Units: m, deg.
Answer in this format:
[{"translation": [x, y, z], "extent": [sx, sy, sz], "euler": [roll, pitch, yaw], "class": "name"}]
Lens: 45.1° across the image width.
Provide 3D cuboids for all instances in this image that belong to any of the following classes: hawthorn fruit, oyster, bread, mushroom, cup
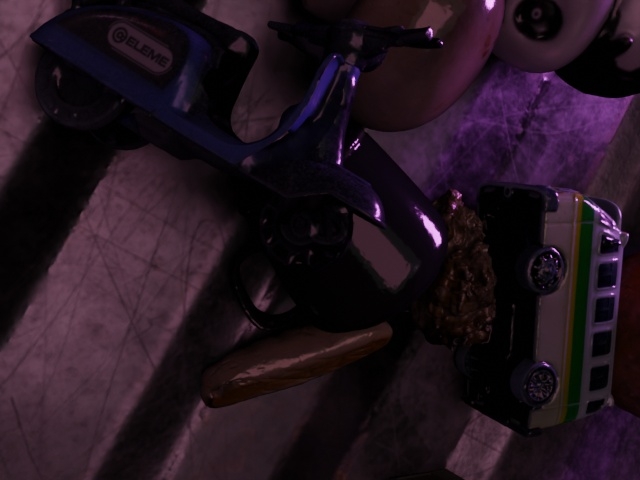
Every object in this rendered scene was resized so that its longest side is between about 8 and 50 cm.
[{"translation": [0.470, 0.117, 0.962], "extent": [0.231, 0.263, 0.235], "euler": [51, 46, -44], "class": "hawthorn fruit"}, {"translation": [0.146, 0.032, 0.857], "extent": [0.056, 0.105, 0.177], "euler": [4, 96, -56], "class": "oyster"}, {"translation": [-0.027, 0.120, 0.812], "extent": [0.214, 0.053, 0.073], "euler": [-17, 147, -19], "class": "bread"}, {"translation": [0.071, -0.217, 0.758], "extent": [0.204, 0.204, 0.204], "euler": [-4, 99, -25], "class": "mushroom"}, {"translation": [0.000, 0.000, 0.762], "extent": [0.223, 0.169, 0.176], "euler": [-32, 108, 14], "class": "cup"}]

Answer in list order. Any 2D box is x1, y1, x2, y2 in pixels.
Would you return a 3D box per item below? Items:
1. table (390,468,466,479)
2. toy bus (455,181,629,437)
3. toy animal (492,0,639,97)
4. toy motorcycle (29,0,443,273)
[{"translation": [0.135, 0.315, 0.904], "extent": [0.083, 0.079, 0.062], "euler": [-1, 96, -27], "class": "table"}, {"translation": [0.263, 0.071, 0.903], "extent": [0.165, 0.133, 0.276], "euler": [-1, 99, -25], "class": "toy bus"}, {"translation": [0.272, -0.267, 0.840], "extent": [0.235, 0.165, 0.187], "euler": [15, 101, -28], "class": "toy animal"}, {"translation": [-0.077, -0.135, 0.633], "extent": [0.358, 0.125, 0.212], "euler": [33, 91, 11], "class": "toy motorcycle"}]
